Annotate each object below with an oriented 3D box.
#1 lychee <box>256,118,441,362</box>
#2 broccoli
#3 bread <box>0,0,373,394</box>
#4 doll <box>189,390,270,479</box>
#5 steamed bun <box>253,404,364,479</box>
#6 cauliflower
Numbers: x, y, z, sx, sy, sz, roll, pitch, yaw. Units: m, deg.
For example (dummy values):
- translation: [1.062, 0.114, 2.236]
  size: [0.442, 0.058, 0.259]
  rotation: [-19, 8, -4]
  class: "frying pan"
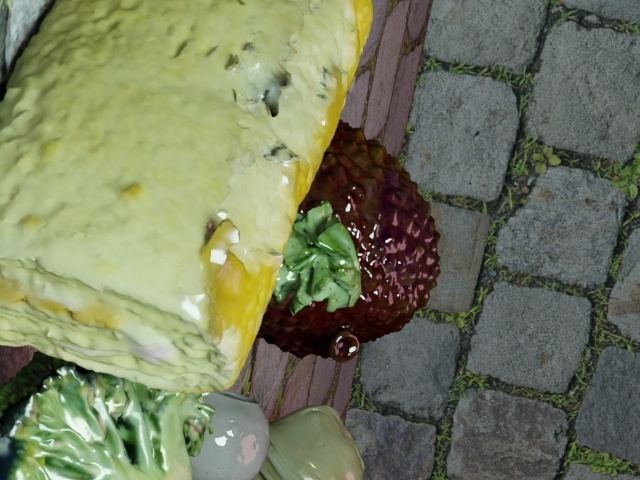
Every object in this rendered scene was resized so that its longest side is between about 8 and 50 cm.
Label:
- translation: [0.000, 0.000, 1.501]
  size: [0.306, 0.306, 0.330]
  rotation: [84, -1, -64]
  class: "lychee"
- translation: [-0.193, 0.208, 0.961]
  size: [0.273, 0.180, 0.242]
  rotation: [50, 51, -34]
  class: "broccoli"
- translation: [-0.109, -0.079, 0.912]
  size: [0.165, 0.236, 0.375]
  rotation: [89, 18, -51]
  class: "bread"
- translation: [-0.159, 0.325, 1.520]
  size: [0.151, 0.150, 0.287]
  rotation: [46, 62, -79]
  class: "doll"
- translation: [-0.039, 0.450, 2.088]
  size: [0.289, 0.276, 0.203]
  rotation: [-53, 169, 27]
  class: "steamed bun"
- translation: [-0.075, -0.008, 1.178]
  size: [0.275, 0.250, 0.272]
  rotation: [-65, 168, -68]
  class: "cauliflower"
